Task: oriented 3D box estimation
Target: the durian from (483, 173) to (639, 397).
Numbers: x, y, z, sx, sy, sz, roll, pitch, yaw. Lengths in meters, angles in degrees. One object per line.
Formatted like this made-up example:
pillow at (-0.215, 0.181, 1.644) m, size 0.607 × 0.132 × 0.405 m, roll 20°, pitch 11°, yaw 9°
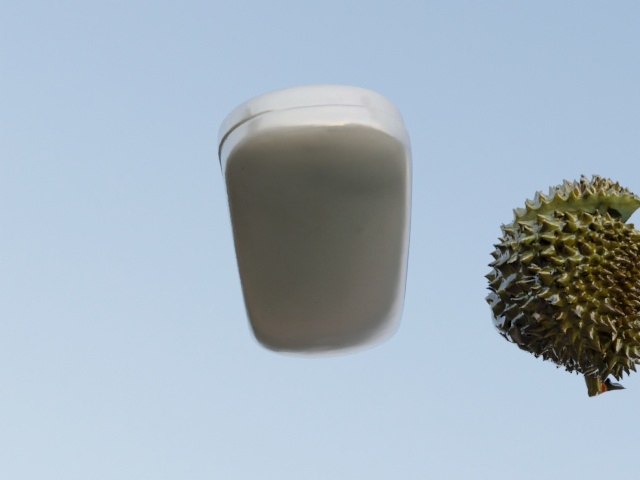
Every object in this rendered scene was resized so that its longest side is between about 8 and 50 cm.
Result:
durian at (0.228, 0.060, 1.161) m, size 0.193 × 0.138 × 0.237 m, roll -143°, pitch -141°, yaw -61°

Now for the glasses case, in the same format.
glasses case at (0.000, 0.000, 0.625) m, size 0.092 × 0.059 × 0.233 m, roll -4°, pitch -29°, yaw 1°
